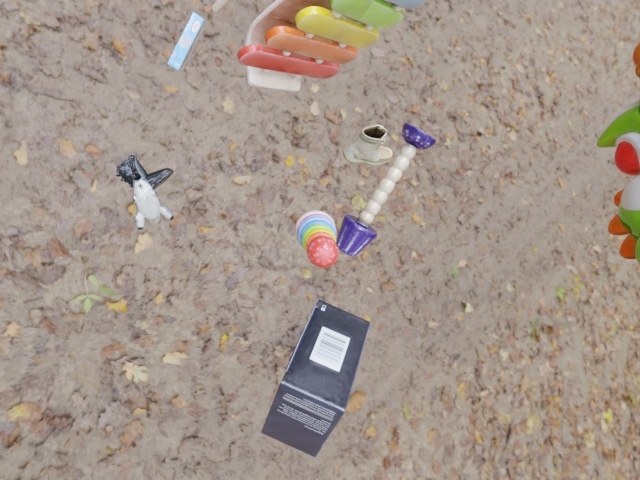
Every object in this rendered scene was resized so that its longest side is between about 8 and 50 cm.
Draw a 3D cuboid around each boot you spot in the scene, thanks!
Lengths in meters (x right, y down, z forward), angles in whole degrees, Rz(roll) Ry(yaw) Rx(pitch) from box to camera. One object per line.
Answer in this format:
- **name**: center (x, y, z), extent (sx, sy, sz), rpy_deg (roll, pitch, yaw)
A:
- **boot**: center (-0.469, -0.182, 1.075), extent (0.121, 0.045, 0.099), rpy_deg (-41, 98, -5)
- **boot**: center (0.212, -0.359, 1.516), extent (0.214, 0.165, 0.077), rpy_deg (-4, 68, -26)

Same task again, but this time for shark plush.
- **shark plush**: center (-0.363, -0.091, 0.810), extent (0.073, 0.067, 0.161), rpy_deg (-31, 134, -15)

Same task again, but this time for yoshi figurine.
- **yoshi figurine**: center (0.514, -0.119, 0.526), extent (0.204, 0.203, 0.361), rpy_deg (12, 72, 13)

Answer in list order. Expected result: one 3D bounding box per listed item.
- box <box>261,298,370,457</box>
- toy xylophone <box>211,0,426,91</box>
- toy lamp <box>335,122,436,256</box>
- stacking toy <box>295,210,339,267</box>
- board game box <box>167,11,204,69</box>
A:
- **box**: center (-0.006, 0.204, 0.604), extent (0.093, 0.158, 0.156), rpy_deg (23, 40, 4)
- **toy xylophone**: center (-0.002, -0.312, 0.557), extent (0.236, 0.323, 0.081), rpy_deg (-14, 91, -39)
- **toy lamp**: center (0.118, -0.093, 0.794), extent (0.080, 0.080, 0.274), rpy_deg (24, 104, -24)
- **stacking toy**: center (0.000, 0.000, 1.243), extent (0.141, 0.330, 0.141), rpy_deg (-2, 104, -6)
- **board game box**: center (-0.408, -0.598, 1.234), extent (0.039, 0.211, 0.160), rpy_deg (27, 101, -24)
